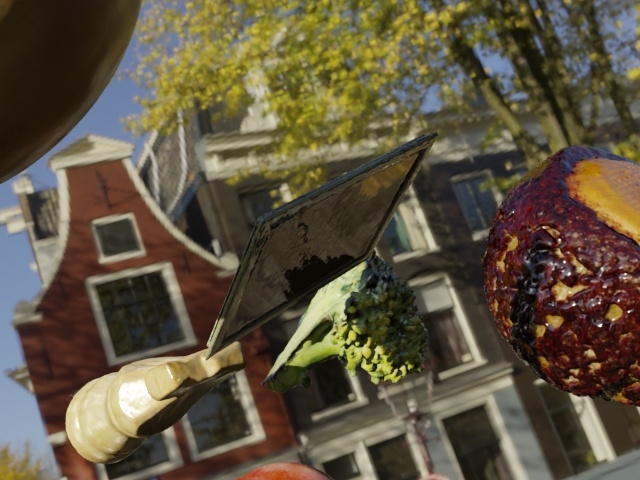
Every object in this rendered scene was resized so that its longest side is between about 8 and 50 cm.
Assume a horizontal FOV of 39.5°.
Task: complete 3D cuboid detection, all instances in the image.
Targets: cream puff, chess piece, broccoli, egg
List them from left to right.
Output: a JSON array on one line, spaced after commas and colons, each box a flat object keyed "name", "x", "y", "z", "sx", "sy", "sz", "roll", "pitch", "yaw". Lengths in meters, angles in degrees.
[{"name": "egg", "x": -0.303, "y": -0.208, "z": 0.719, "sx": 0.373, "sy": 0.301, "sz": 0.301, "roll": -64, "pitch": -14, "yaw": -7}, {"name": "chess piece", "x": -0.228, "y": 0.212, "z": 1.243, "sx": 0.137, "sy": 0.137, "sz": 0.301, "roll": -3, "pitch": -22, "yaw": -47}, {"name": "broccoli", "x": 0.058, "y": 0.163, "z": 1.378, "sx": 0.273, "sy": 0.180, "sz": 0.242, "roll": -55, "pitch": 10, "yaw": -19}, {"name": "cream puff", "x": 0.246, "y": 0.036, "z": 0.736, "sx": 0.239, "sy": 0.239, "sz": 0.164, "roll": -7, "pitch": -47, "yaw": -40}]

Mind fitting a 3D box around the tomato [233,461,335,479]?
[{"name": "tomato", "x": -0.049, "y": 0.310, "z": 0.917, "sx": 0.187, "sy": 0.151, "sz": 0.187, "roll": -30, "pitch": -11, "yaw": -6}]

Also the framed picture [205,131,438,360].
[{"name": "framed picture", "x": 0.000, "y": 0.000, "z": 1.007, "sx": 0.293, "sy": 0.018, "sz": 0.231, "roll": -30, "pitch": -24, "yaw": -42}]
